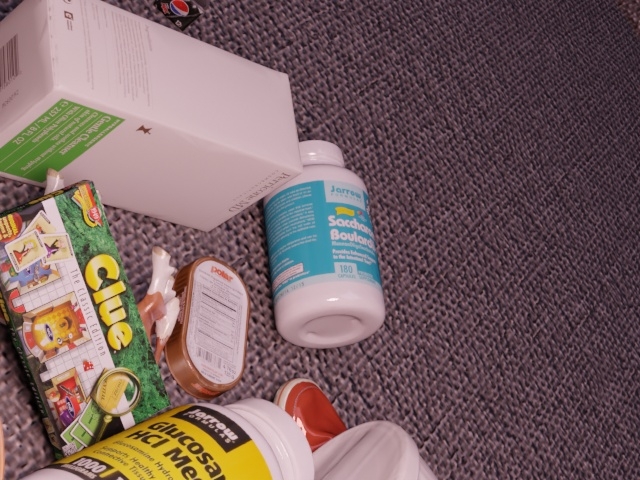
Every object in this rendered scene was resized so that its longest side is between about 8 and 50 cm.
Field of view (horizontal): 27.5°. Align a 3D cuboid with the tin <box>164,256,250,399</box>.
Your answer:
[{"bbox_3d":[-0.136,0.105,1.611,0.106,0.040,0.190,35,42,-36],"label":"tin"}]

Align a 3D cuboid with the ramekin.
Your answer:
[{"bbox_3d":[0.034,0.340,1.449,0.127,0.273,0.273,46,38,-17],"label":"ramekin"}]

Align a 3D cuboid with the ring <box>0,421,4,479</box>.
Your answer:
[{"bbox_3d":[-0.387,0.140,0.906,0.336,0.032,0.337,18,45,-19],"label":"ring"}]

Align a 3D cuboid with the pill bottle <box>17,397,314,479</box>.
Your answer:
[{"bbox_3d":[-0.157,0.276,1.338,0.334,0.188,0.188,-20,81,-54],"label":"pill bottle"}]

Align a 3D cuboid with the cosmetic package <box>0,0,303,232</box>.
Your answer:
[{"bbox_3d":[-0.220,-0.148,1.554,0.365,0.197,0.155,16,54,-41],"label":"cosmetic package"}]

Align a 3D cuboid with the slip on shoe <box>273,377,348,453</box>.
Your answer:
[{"bbox_3d":[0.049,0.315,1.628,0.123,0.101,0.331,-22,81,-52],"label":"slip on shoe"}]

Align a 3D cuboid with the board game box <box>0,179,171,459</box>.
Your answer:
[{"bbox_3d":[-0.254,0.081,1.350,0.136,0.030,0.260,-27,107,-35],"label":"board game box"}]

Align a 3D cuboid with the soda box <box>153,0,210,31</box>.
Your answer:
[{"bbox_3d":[-0.180,-0.378,1.877,0.060,0.053,0.169,41,39,-23],"label":"soda box"}]

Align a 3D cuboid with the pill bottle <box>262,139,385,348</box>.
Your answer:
[{"bbox_3d":[0.000,0.000,1.749,0.146,0.146,0.264,20,52,-41],"label":"pill bottle"}]

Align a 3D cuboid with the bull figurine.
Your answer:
[{"bbox_3d":[-0.282,0.041,1.407,0.310,0.101,0.188,47,67,-28],"label":"bull figurine"}]
